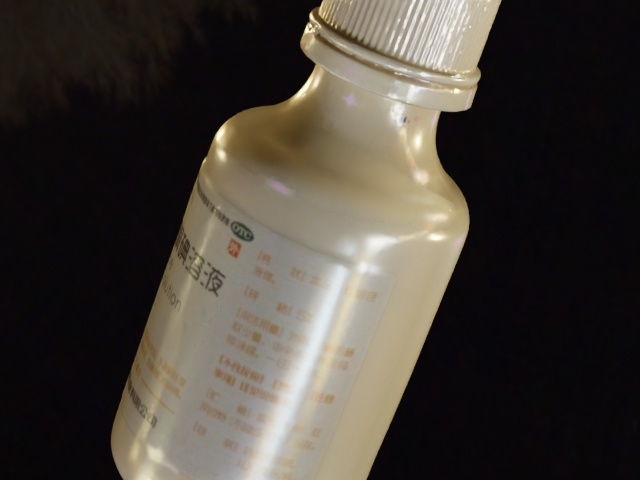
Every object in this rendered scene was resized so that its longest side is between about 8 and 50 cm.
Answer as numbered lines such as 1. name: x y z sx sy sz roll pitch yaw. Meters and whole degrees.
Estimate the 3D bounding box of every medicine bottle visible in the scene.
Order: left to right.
1. medicine bottle: 0.000 0.000 0.683 0.114 0.252 0.114 19 -161 -7
